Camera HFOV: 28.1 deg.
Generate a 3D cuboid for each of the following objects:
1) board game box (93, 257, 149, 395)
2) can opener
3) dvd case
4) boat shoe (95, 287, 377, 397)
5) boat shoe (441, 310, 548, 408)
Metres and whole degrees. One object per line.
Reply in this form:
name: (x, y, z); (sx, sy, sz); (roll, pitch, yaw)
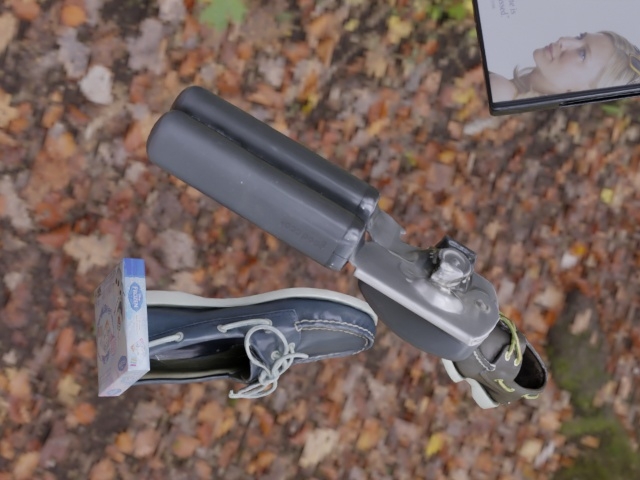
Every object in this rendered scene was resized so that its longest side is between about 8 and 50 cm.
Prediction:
board game box: (-0.158, 0.070, 1.014); (0.020, 0.090, 0.090); (4, 70, -24)
can opener: (0.000, 0.000, 0.926); (0.095, 0.283, 0.076); (-58, -177, 39)
dvd case: (0.278, -0.222, 1.252); (0.022, 0.253, 0.180); (71, 12, -72)
boat shoe: (-0.068, 0.091, 1.126); (0.095, 0.255, 0.079); (114, -28, -46)
boat shoe: (0.158, 0.098, 1.189); (0.228, 0.069, 0.081); (45, 37, -61)
